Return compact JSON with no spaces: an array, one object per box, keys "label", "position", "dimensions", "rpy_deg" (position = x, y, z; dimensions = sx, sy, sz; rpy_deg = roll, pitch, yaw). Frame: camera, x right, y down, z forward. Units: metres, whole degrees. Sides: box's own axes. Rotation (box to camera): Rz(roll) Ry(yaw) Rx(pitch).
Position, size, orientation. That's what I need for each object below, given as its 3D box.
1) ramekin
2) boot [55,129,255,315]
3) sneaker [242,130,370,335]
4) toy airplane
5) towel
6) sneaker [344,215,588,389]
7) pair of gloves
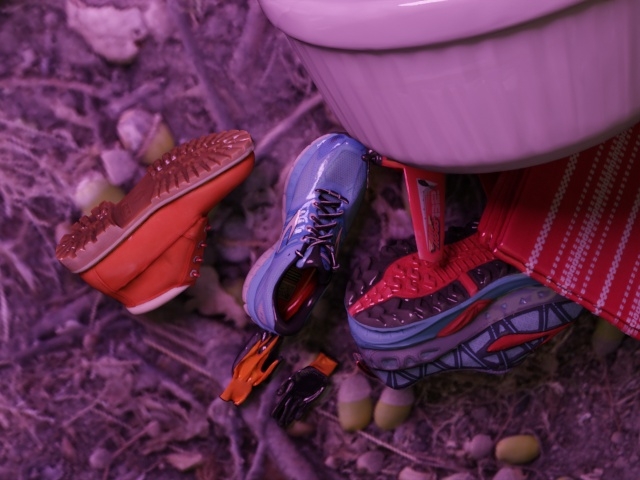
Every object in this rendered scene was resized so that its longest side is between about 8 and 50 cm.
[{"label":"ramekin","position":[0.105,-0.153,0.561],"dimensions":[0.273,0.273,0.127],"rpy_deg":[-27,126,-5]},{"label":"boot","position":[-0.099,-0.012,0.663],"dimensions":[0.158,0.059,0.084],"rpy_deg":[-36,119,8]},{"label":"sneaker","position":[0.000,0.000,0.683],"dimensions":[0.063,0.073,0.162],"rpy_deg":[18,100,-22]},{"label":"toy airplane","position":[0.096,-0.058,0.698],"dimensions":[0.151,0.028,0.151],"rpy_deg":[4,82,-26]},{"label":"towel","position":[0.256,-0.015,0.687],"dimensions":[0.275,0.031,0.199],"rpy_deg":[30,72,-15]},{"label":"sneaker","position":[0.144,0.043,0.748],"dimensions":[0.262,0.104,0.125],"rpy_deg":[-14,133,-9]},{"label":"pair of gloves","position":[-0.033,0.109,0.751],"dimensions":[0.083,0.010,0.074],"rpy_deg":[31,98,-27]}]
